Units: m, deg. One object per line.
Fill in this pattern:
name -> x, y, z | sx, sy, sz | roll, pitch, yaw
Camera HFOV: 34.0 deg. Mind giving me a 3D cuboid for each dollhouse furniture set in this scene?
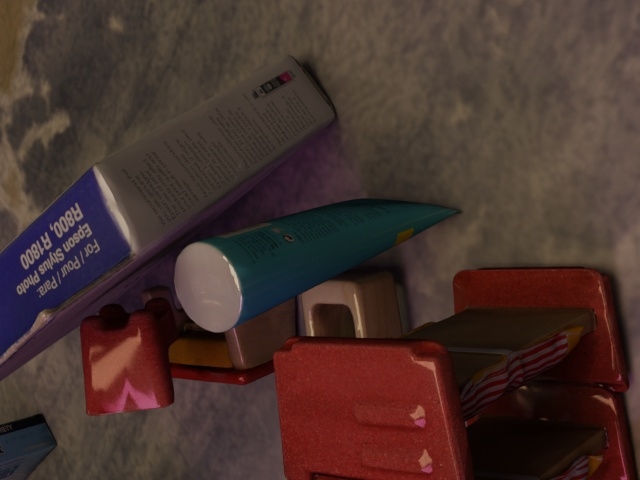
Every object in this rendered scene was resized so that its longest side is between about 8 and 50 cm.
dollhouse furniture set -> -0.009, 0.111, 0.680 | 0.374, 0.201, 0.152 | -2, 99, 41

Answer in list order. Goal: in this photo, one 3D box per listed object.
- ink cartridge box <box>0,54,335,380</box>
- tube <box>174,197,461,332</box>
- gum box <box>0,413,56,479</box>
ink cartridge box -> -0.179, 0.024, 0.728 | 0.324, 0.330, 0.071 | -35, 93, 36
tube -> 0.000, 0.000, 0.654 | 0.080, 0.207, 0.052 | 15, 114, 36
gum box -> -0.368, 0.248, 1.020 | 0.184, 0.157, 0.041 | -45, 69, 33
